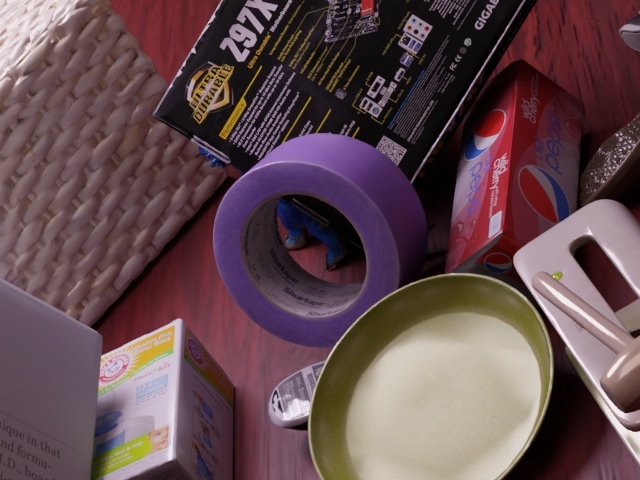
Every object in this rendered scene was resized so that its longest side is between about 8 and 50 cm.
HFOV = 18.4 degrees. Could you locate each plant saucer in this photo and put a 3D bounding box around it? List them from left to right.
[{"bbox_3d":[0.101,0.142,1.730,0.241,0.037,0.241,-18,52,25],"label":"plant saucer"}]

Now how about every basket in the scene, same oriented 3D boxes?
[{"bbox_3d":[-0.343,-0.096,2.230,0.331,0.328,0.266,-47,36,-17],"label":"basket"}]

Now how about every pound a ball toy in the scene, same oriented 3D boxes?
[{"bbox_3d":[0.263,0.068,1.552,0.135,0.208,0.319,-32,32,2],"label":"pound a ball toy"}]

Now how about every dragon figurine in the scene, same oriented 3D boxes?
[{"bbox_3d":[-0.017,-0.053,2.032,0.085,0.144,0.289,-46,33,-14],"label":"dragon figurine"}]

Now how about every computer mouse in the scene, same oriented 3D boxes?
[{"bbox_3d":[0.043,0.128,1.844,0.193,0.042,0.106,-25,38,7],"label":"computer mouse"}]

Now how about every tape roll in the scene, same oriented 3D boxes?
[{"bbox_3d":[0.000,0.000,1.855,0.189,0.189,0.080,-16,15,29],"label":"tape roll"}]

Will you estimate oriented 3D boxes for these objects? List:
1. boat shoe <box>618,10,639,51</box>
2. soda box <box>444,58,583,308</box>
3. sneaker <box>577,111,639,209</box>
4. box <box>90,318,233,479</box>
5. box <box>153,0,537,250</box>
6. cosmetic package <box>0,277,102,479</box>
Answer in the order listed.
[{"bbox_3d":[0.349,-0.207,1.978,0.038,0.046,0.125,-49,26,-10],"label":"boat shoe"},{"bbox_3d":[0.186,-0.051,1.869,0.083,0.092,0.263,-40,26,37],"label":"soda box"},{"bbox_3d":[0.317,-0.086,1.840,0.188,0.071,0.066,-50,19,21],"label":"sneaker"},{"bbox_3d":[-0.155,0.190,1.890,0.114,0.103,0.203,-25,34,17],"label":"box"},{"bbox_3d":[0.030,-0.187,1.925,0.322,0.257,0.079,-59,-10,5],"label":"box"},{"bbox_3d":[-0.429,0.239,1.761,0.329,0.327,0.394,-29,45,34],"label":"cosmetic package"}]
